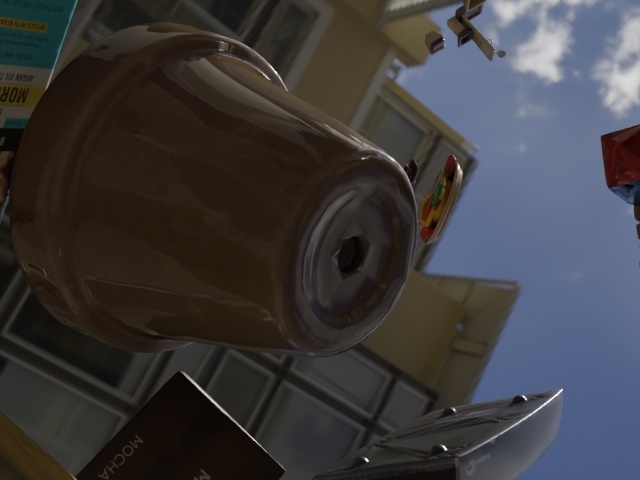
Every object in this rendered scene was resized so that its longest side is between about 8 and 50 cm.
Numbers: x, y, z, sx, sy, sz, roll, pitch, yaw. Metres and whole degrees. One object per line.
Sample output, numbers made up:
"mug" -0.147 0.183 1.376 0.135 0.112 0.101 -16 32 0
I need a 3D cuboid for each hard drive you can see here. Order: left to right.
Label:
"hard drive" 0.125 0.203 1.016 0.172 0.254 0.054 -17 -93 33

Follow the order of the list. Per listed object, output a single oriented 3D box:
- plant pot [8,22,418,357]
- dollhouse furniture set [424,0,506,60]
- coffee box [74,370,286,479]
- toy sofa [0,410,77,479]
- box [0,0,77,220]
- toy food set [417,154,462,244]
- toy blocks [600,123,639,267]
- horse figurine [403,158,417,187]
"plant pot" -0.061 -0.018 0.789 0.229 0.263 0.263 20 -104 41
"dollhouse furniture set" 0.185 -0.261 1.278 0.091 0.114 0.081 -32 -110 -11
"coffee box" -0.157 0.238 0.902 0.168 0.119 0.297 -46 178 -26
"toy sofa" -0.256 0.116 0.597 0.177 0.362 0.150 -48 179 -14
"box" -0.257 -0.114 0.771 0.060 0.100 0.244 33 -70 25
"toy food set" 0.108 -0.036 0.970 0.083 0.020 0.083 -72 -177 -56
"toy blocks" 0.379 -0.062 0.812 0.381 0.260 0.191 -18 -116 34
"horse figurine" 0.000 0.000 1.181 0.263 0.066 0.174 -33 -165 0
